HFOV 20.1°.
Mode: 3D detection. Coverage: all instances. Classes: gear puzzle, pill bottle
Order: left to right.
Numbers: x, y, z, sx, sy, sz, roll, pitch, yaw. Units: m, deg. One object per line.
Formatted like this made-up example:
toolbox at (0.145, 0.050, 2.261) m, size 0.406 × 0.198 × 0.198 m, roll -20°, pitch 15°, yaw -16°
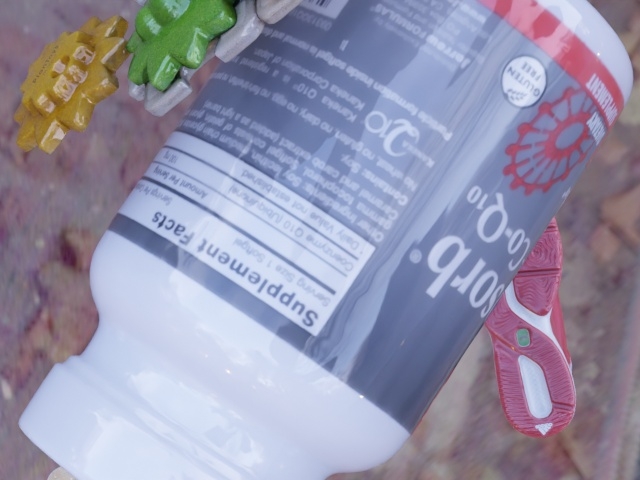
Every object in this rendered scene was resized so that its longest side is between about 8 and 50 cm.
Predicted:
gear puzzle at (-0.047, -0.160, 0.899) m, size 0.044 × 0.339 × 0.175 m, roll 36°, pitch 33°, yaw -30°
pill bottle at (0.000, 0.000, 1.027) m, size 0.210 × 0.210 × 0.363 m, roll 33°, pitch 85°, yaw 3°

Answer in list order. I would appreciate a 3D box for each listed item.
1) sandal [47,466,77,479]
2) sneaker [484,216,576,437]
sandal at (-0.161, 0.272, 1.556) m, size 0.088 × 0.079 × 0.240 m, roll -17°, pitch 54°, yaw -38°
sneaker at (0.173, 0.058, 1.573) m, size 0.087 × 0.128 × 0.221 m, roll -4°, pitch 87°, yaw 6°
